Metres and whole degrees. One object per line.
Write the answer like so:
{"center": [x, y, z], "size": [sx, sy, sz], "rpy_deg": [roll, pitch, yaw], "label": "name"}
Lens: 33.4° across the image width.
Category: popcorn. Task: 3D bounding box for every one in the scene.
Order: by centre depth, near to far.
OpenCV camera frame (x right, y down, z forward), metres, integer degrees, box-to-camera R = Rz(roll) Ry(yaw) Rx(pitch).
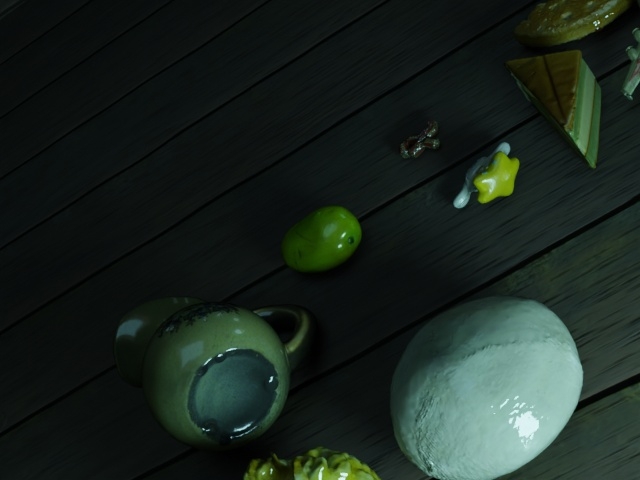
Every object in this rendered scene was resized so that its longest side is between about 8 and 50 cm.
{"center": [-0.012, 0.391, 1.499], "size": [0.218, 0.189, 0.169], "rpy_deg": [-37, 38, 3], "label": "popcorn"}

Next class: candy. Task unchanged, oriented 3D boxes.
{"center": [0.222, 0.200, 1.488], "size": [0.295, 0.185, 0.296], "rpy_deg": [-27, 38, 23], "label": "candy"}

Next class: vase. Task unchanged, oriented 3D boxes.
{"center": [-0.157, 0.191, 1.799], "size": [0.329, 0.241, 0.302], "rpy_deg": [-22, 21, -20], "label": "vase"}

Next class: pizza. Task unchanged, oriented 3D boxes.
{"center": [0.468, -0.406, 1.914], "size": [0.246, 0.058, 0.127], "rpy_deg": [-29, 43, 18], "label": "pizza"}

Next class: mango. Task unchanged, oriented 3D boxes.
{"center": [0.001, 0.005, 1.913], "size": [0.163, 0.089, 0.117], "rpy_deg": [-34, 48, 28], "label": "mango"}

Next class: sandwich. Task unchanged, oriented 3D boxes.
{"center": [0.380, -0.209, 1.770], "size": [0.144, 0.117, 0.187], "rpy_deg": [-11, 51, 35], "label": "sandwich"}

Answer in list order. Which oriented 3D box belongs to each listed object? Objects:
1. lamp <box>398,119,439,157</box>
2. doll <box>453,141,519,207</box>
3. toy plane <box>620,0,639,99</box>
{"center": [0.181, -0.183, 1.970], "size": [0.083, 0.031, 0.063], "rpy_deg": [-25, 42, 26], "label": "lamp"}
{"center": [0.289, -0.114, 1.809], "size": [0.113, 0.071, 0.135], "rpy_deg": [-14, 39, 54], "label": "doll"}
{"center": [0.578, -0.331, 1.728], "size": [0.241, 0.104, 0.256], "rpy_deg": [-33, 41, 15], "label": "toy plane"}
